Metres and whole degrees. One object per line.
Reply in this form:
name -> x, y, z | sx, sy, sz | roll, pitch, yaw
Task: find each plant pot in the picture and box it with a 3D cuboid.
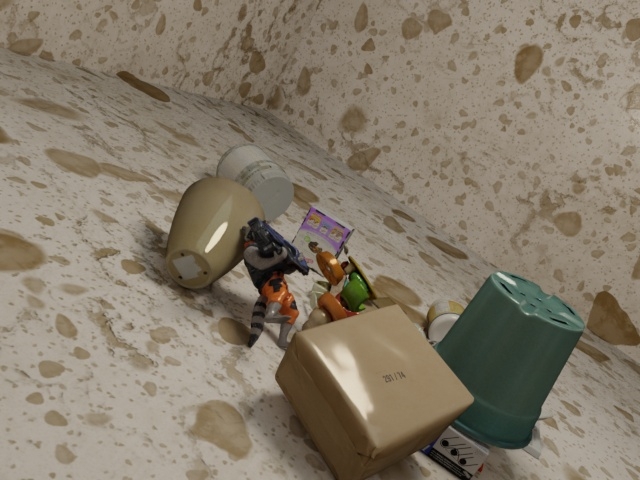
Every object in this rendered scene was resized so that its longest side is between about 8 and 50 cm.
plant pot -> 0.463, 0.281, 1.575 | 0.341, 0.334, 0.341 | 23, 21, -9
plant pot -> -0.310, 0.002, 1.698 | 0.257, 0.256, 0.274 | 28, 34, -5

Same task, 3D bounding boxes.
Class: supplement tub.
supplement tub -> 0.446, 0.291, 2.186 | 0.144, 0.144, 0.199 | 29, 17, -2

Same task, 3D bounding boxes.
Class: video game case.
video game case -> 0.561, 0.536, 1.895 | 0.227, 0.026, 0.206 | 33, 18, 9

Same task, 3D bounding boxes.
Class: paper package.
paper package -> 0.112, 0.322, 1.366 | 0.325, 0.168, 0.309 | -9, 51, -40

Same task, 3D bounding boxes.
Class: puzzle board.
puzzle board -> 0.242, 0.237, 2.237 | 0.096, 0.011, 0.128 | 42, 22, 31

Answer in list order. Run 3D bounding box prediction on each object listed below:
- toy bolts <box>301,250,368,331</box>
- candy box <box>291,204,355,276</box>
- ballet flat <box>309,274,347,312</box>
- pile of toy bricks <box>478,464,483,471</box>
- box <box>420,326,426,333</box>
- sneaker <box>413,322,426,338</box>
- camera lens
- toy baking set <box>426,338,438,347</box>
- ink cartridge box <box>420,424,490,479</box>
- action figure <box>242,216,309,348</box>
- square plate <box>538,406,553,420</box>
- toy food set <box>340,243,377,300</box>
toy bolts -> 0.006, 0.170, 1.684 | 0.159, 0.228, 0.218 | -30, 63, -18
candy box -> 0.000, 0.000, 2.197 | 0.165, 0.196, 0.070 | 33, 16, 9
ballet flat -> 0.022, 0.171, 1.931 | 0.106, 0.107, 0.316 | 22, 17, -2
pile of toy bricks -> 0.338, 0.474, 1.582 | 0.212, 0.105, 0.118 | 34, 18, 11
box -> 0.289, 0.299, 2.018 | 0.094, 0.027, 0.137 | 3, 3, 16
sneaker -> 0.183, 0.316, 1.717 | 0.282, 0.161, 0.102 | -2, 66, -64
camera lens -> -0.253, -0.224, 2.378 | 0.220, 0.219, 0.274 | 11, 25, -45
toy baking set -> 0.319, 0.331, 1.937 | 0.257, 0.030, 0.197 | 10, 7, -12
ink cartridge box -> 0.292, 0.481, 1.509 | 0.207, 0.097, 0.046 | 33, 18, 12
action figure -> -0.144, 0.082, 1.577 | 0.341, 0.179, 0.330 | 51, 20, -56
square plate -> 0.465, 0.448, 1.870 | 0.347, 0.049, 0.344 | 7, 22, -40
toy food set -> 0.112, 0.128, 2.177 | 0.217, 0.071, 0.128 | 58, -6, 6
